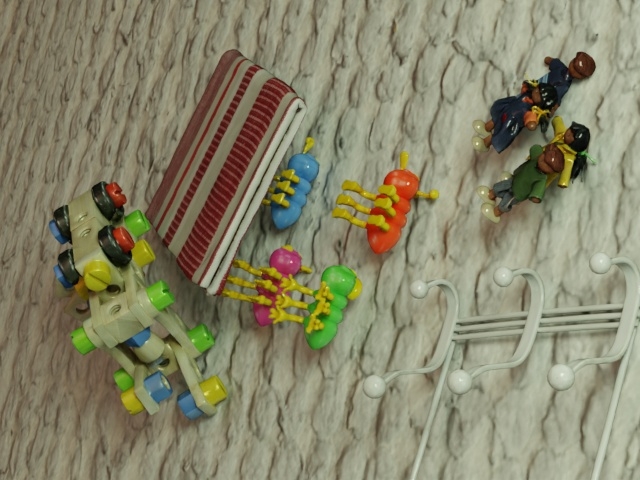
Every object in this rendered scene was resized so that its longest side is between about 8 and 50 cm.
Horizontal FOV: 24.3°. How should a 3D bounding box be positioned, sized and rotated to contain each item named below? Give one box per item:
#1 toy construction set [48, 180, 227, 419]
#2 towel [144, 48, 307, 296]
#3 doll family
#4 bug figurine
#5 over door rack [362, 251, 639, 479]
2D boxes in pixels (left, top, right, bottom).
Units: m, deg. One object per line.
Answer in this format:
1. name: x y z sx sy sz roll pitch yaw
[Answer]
1. toy construction set: -0.227 0.062 1.720 0.151 0.215 0.328 -39 32 -6
2. towel: -0.109 -0.085 1.688 0.237 0.037 0.329 -64 22 7
3. doll family: 0.200 -0.102 1.350 0.111 0.076 0.193 -40 42 39
4. bug figurine: 0.000 0.000 1.546 0.279 0.072 0.216 16 80 57
5. over door rack: 0.143 0.173 1.259 0.239 0.108 0.324 -10 66 50
